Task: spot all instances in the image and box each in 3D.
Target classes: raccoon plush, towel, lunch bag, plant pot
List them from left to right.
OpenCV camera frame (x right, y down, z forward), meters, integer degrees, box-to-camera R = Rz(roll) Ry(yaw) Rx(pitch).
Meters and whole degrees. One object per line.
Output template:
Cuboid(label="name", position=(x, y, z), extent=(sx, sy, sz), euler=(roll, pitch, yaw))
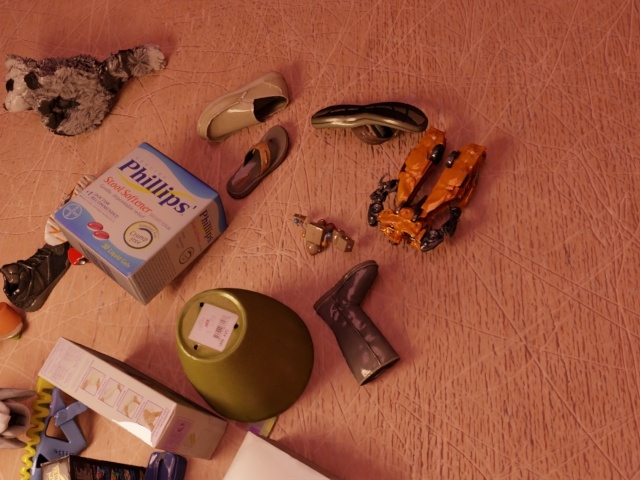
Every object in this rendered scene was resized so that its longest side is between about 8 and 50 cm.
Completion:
Cuboid(label="raccoon plush", position=(-0.700, -0.471, 1.899), extent=(0.446, 0.216, 0.299), euler=(-23, 43, -25))
Cuboid(label="lunch bag", position=(-0.330, 0.491, 1.375), extent=(0.067, 0.065, 0.098), euler=(1, 68, 18))
Cuboid(label="plant pot", position=(-0.171, 0.204, 1.298), extent=(0.274, 0.293, 0.275), euler=(-3, 67, 8))
Cuboid(label="towel", position=(-0.138, 0.385, 1.389), extent=(0.083, 0.009, 0.060), euler=(21, 75, 24))

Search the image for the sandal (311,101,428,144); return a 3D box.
Cuboid(label="sandal", position=(0.119, -0.275, 1.552), extent=(0.302, 0.086, 0.120), euler=(7, 30, 33))

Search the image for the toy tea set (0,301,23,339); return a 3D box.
Cuboid(label="toy tea set", position=(-0.914, 0.270, 1.662), extent=(0.336, 0.124, 0.200), euler=(-11, 35, 17))

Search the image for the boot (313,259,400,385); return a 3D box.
Cuboid(label="boot", position=(0.099, 0.170, 1.368), extent=(0.189, 0.076, 0.208), euler=(-46, 54, 12))

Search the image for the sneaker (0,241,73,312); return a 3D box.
Cuboid(label="sneaker", position=(-0.725, 0.063, 1.659), extent=(0.087, 0.130, 0.228), euler=(22, 73, 24))

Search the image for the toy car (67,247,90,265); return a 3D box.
Cuboid(label="toy car", position=(-0.502, -0.002, 1.655), extent=(0.225, 0.053, 0.239), euler=(27, 78, 26))

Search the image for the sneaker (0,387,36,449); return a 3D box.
Cuboid(label="sneaker", position=(-0.718, 0.395, 1.412), extent=(0.210, 0.366, 0.137), euler=(4, 70, -3))

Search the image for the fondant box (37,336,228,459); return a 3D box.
Cuboid(label="fondant box", position=(-0.388, 0.333, 1.364), extent=(0.330, 0.238, 0.096), euler=(20, 74, 25))

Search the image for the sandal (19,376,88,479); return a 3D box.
Cuboid(label="sandal", position=(-0.590, 0.453, 1.454), extent=(0.138, 0.126, 0.317), euler=(11, 80, -20))

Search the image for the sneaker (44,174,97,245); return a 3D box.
Cuboid(label="sneaker", position=(-0.651, -0.073, 1.710), extent=(0.083, 0.084, 0.215), euler=(-20, 36, 54))

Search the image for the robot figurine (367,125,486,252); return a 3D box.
Cuboid(label="robot figurine", position=(0.237, -0.105, 1.436), extent=(0.211, 0.085, 0.291), euler=(28, 78, 27))

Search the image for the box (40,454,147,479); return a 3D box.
Cuboid(label="box", position=(-0.403, 0.574, 1.234), extent=(0.073, 0.293, 0.296), euler=(-21, 63, 7))

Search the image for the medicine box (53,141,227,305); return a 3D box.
Cuboid(label="medicine box", position=(-0.418, -0.046, 1.538), extent=(0.263, 0.149, 0.289), euler=(34, 65, 20))

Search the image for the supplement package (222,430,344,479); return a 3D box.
Cuboid(label="supplement package", position=(-0.084, 0.508, 1.238), extent=(0.194, 0.149, 0.203), euler=(23, 76, 25))

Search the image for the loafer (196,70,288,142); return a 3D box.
Cuboid(label="loafer", position=(-0.196, -0.335, 1.670), extent=(0.268, 0.102, 0.092), euler=(-34, 55, 1))

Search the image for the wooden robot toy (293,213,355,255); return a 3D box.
Cuboid(label="wooden robot toy", position=(0.000, 0.000, 1.494), extent=(0.173, 0.076, 0.079), euler=(24, 112, 26))

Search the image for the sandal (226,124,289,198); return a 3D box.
Cuboid(label="sandal", position=(-0.161, -0.202, 1.623), extent=(0.219, 0.060, 0.090), euler=(-47, 62, -5))
